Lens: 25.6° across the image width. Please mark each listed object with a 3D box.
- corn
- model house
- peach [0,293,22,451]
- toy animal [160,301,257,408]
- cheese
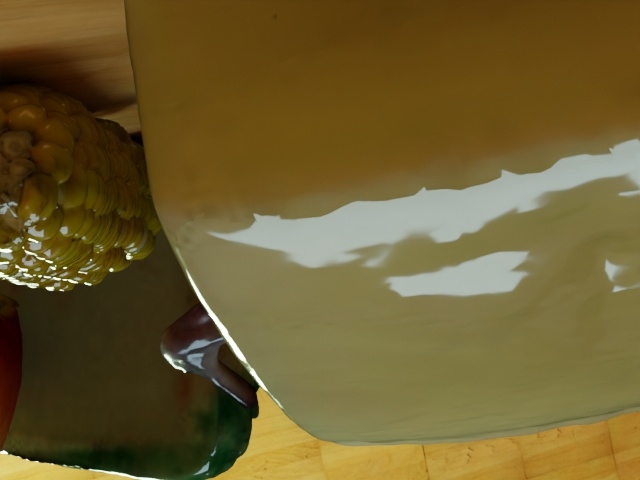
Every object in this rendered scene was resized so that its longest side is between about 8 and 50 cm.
[{"bbox_3d":[-0.138,-0.025,0.689,0.102,0.102,0.313,-11,177,0],"label":"corn"},{"bbox_3d":[-0.107,0.043,1.135,0.312,0.245,0.280,1,-177,34],"label":"model house"},{"bbox_3d":[-0.354,0.113,0.896,0.306,0.242,0.380,7,168,15],"label":"peach"},{"bbox_3d":[-0.025,0.001,0.813,0.195,0.090,0.324,22,130,-32],"label":"toy animal"},{"bbox_3d":[0.097,-0.019,0.476,0.266,0.123,0.242,-11,151,9],"label":"cheese"}]
